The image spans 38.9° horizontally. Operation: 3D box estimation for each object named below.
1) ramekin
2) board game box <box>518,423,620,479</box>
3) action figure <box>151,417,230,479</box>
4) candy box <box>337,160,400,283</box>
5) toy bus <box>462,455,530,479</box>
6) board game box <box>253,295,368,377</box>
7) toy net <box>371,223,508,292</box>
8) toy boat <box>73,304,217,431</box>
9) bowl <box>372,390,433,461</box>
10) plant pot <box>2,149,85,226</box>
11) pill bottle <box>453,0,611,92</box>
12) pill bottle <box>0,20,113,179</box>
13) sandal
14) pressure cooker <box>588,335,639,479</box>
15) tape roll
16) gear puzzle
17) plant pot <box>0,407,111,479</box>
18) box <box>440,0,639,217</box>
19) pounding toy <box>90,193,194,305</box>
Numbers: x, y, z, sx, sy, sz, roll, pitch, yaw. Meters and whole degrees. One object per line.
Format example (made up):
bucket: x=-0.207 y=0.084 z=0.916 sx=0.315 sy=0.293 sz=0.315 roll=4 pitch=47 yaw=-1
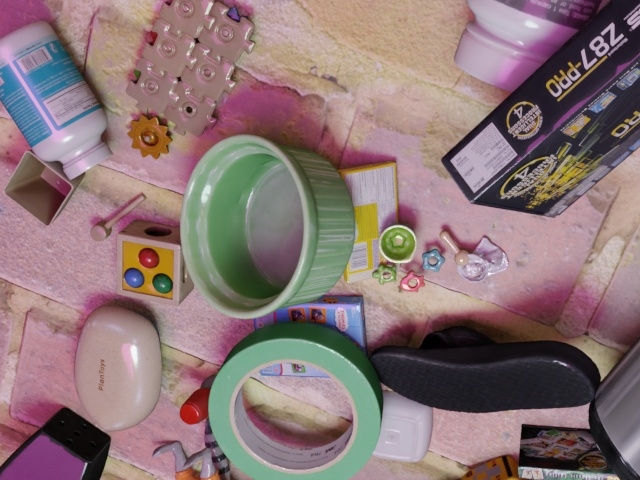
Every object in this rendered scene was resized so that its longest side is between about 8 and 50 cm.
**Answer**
ramekin: x=-0.085 y=-0.024 z=1.532 sx=0.303 sy=0.148 sz=0.303 roll=1 pitch=91 yaw=41
board game box: x=0.487 y=0.383 z=1.610 sx=0.259 sy=0.136 sz=0.030 roll=2 pitch=110 yaw=15
action figure: x=-0.161 y=0.536 z=1.830 sx=0.341 sy=0.178 sz=0.330 roll=-20 pitch=112 yaw=47
candy box: x=0.085 y=-0.032 z=1.583 sx=0.105 sy=0.027 sz=0.206 roll=-12 pitch=112 yaw=-21
toy bus: x=0.396 y=0.577 z=1.704 sx=0.130 sy=0.108 sz=0.333 roll=-25 pitch=98 yaw=6
board game box: x=-0.018 y=0.183 z=1.719 sx=0.211 sy=0.039 sz=0.160 roll=0 pitch=112 yaw=16
toy net: x=0.211 y=0.042 z=1.574 sx=0.232 sy=0.045 sz=0.122 roll=10 pitch=101 yaw=2
toy boat: x=-0.337 y=0.274 z=1.799 sx=0.318 sy=0.148 sz=0.267 roll=19 pitch=110 yaw=15
bowl: x=0.143 y=0.365 z=1.742 sx=0.142 sy=0.053 sz=0.142 roll=7 pitch=113 yaw=11
plant pot: x=-0.507 y=-0.111 z=1.700 sx=0.109 sy=0.096 sz=0.109 roll=38 pitch=117 yaw=-2
pill bottle: x=0.333 y=-0.401 z=1.298 sx=0.204 sy=0.204 sz=0.361 roll=21 pitch=114 yaw=6
pill bottle: x=-0.479 y=-0.243 z=1.612 sx=0.146 sy=0.146 sz=0.264 roll=-25 pitch=103 yaw=22
sandal: x=0.283 y=0.219 z=1.584 sx=0.446 sy=0.107 sz=0.167 roll=-6 pitch=130 yaw=41
pressure cooker: x=0.661 y=0.219 z=1.373 sx=0.375 sy=0.370 sz=0.420 roll=53 pitch=122 yaw=37
tape roll: x=-0.045 y=0.311 z=1.682 sx=0.321 sy=0.077 sz=0.321 roll=2 pitch=109 yaw=7
gear puzzle: x=-0.241 y=-0.280 z=1.596 sx=0.175 sy=0.044 sz=0.339 roll=31 pitch=119 yaw=-1
plant pot: x=-0.551 y=0.469 z=1.910 sx=0.187 sy=0.188 sz=0.167 roll=34 pitch=103 yaw=0
box: x=0.401 y=-0.197 z=1.305 sx=0.395 sy=0.318 sz=0.097 roll=-44 pitch=66 yaw=25
pounding toy: x=-0.349 y=0.012 z=1.708 sx=0.206 sy=0.094 sz=0.181 roll=10 pitch=114 yaw=11
